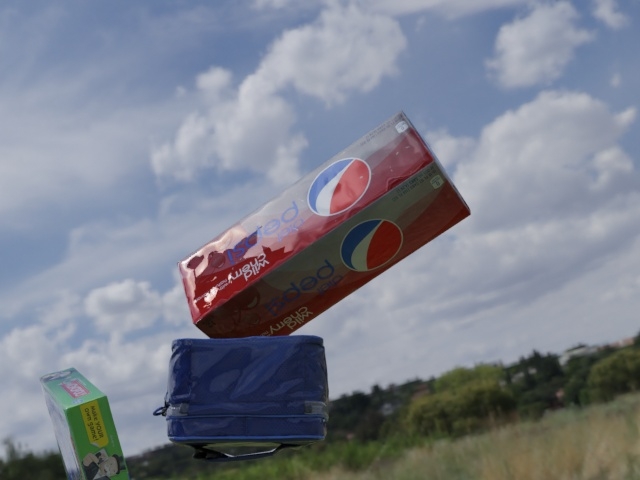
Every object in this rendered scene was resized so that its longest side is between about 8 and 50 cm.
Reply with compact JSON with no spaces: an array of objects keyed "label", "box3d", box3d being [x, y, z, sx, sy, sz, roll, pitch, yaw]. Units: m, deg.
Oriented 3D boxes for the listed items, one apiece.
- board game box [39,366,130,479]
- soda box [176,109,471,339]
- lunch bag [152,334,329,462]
[{"label":"board game box","box3d":[-0.233,0.309,1.107,0.046,0.317,0.213,-17,8,-22]},{"label":"soda box","box3d":[0.000,0.000,0.935,0.263,0.092,0.083,-34,-48,9]},{"label":"lunch bag","box3d":[-0.044,0.090,0.564,0.098,0.065,0.067,-2,-15,-1]}]
